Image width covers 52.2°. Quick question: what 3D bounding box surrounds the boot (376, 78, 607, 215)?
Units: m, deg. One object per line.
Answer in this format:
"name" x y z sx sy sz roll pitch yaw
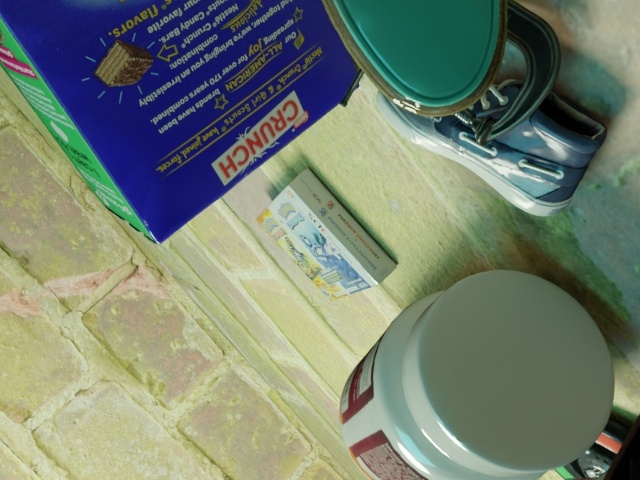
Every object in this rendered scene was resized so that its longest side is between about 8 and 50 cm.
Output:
"boot" 0.134 -0.105 0.530 0.190 0.069 0.086 35 144 17

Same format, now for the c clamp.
"c clamp" 0.098 -0.130 0.501 0.161 0.022 0.137 40 121 30

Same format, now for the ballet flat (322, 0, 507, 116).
"ballet flat" 0.015 -0.241 0.407 0.342 0.116 0.124 59 -172 -12

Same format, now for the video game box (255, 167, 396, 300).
"video game box" 0.000 0.000 0.976 0.187 0.048 0.205 49 159 -3

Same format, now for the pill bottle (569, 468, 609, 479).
"pill bottle" 0.365 0.296 0.547 0.229 0.229 0.408 46 155 0

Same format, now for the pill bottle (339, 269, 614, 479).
"pill bottle" 0.157 0.185 0.773 0.224 0.224 0.392 42 159 10

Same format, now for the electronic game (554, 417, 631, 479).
"electronic game" 0.367 0.292 0.820 0.229 0.048 0.229 38 158 19

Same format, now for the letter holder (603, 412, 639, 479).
"letter holder" 0.233 0.052 0.280 0.214 0.302 0.152 47 159 -3

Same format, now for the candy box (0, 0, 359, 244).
"candy box" -0.131 -0.198 0.552 0.122 0.268 0.317 31 155 41
